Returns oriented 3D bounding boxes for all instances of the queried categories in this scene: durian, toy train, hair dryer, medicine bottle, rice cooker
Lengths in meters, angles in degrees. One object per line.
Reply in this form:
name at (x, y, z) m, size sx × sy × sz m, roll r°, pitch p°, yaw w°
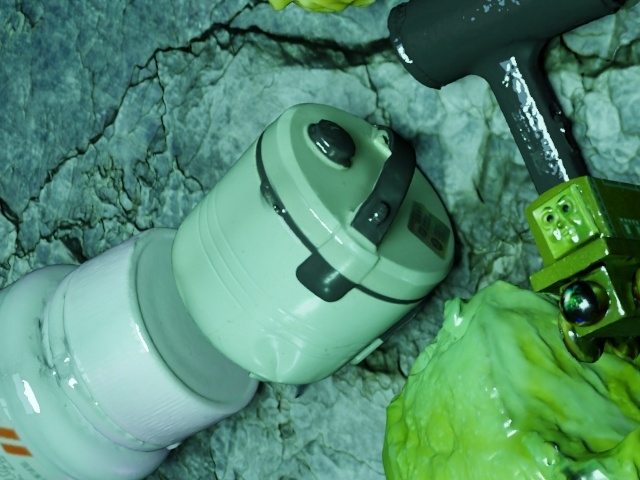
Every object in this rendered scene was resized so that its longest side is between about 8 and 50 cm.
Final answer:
durian at (0.173, 0.175, 0.957) m, size 0.339 × 0.204 × 0.256 m, roll 121°, pitch 139°, yaw -50°
toy train at (0.241, 0.018, 0.890) m, size 0.090 × 0.225 × 0.137 m, roll -31°, pitch 67°, yaw 35°
hair dryer at (0.190, -0.129, 1.016) m, size 0.197 × 0.089 × 0.251 m, roll -21°, pitch 90°, yaw 33°
medicine bottle at (-0.250, 0.146, 1.239) m, size 0.325 × 0.256 × 0.256 m, roll -26°, pitch 78°, yaw 26°
rice cooker at (0.000, 0.000, 1.076) m, size 0.244 × 0.226 × 0.226 m, roll -48°, pitch 66°, yaw 30°

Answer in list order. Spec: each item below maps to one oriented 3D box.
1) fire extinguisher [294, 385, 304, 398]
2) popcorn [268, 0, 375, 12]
fire extinguisher at (-0.048, 0.085, 1.216) m, size 0.158 × 0.043 × 0.064 m, roll 64°, pitch 154°, yaw 14°
popcorn at (-0.006, -0.352, 1.080) m, size 0.225 × 0.174 × 0.286 m, roll 1°, pitch 93°, yaw 44°
